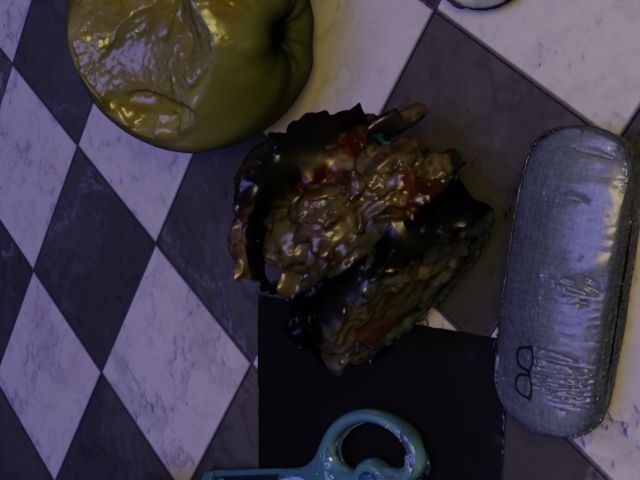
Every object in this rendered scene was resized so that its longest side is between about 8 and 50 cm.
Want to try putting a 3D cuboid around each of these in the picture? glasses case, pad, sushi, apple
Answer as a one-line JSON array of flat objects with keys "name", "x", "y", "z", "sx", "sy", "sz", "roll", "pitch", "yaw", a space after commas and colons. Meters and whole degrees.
[{"name": "glasses case", "x": 0.220, "y": 0.038, "z": 0.845, "sx": 0.109, "sy": 0.067, "sz": 0.282, "roll": 14, "pitch": 103, "yaw": 41}, {"name": "pad", "x": 0.051, "y": 0.204, "z": 1.064, "sx": 0.367, "sy": 0.007, "sz": 0.247, "roll": 5, "pitch": 96, "yaw": 44}, {"name": "sushi", "x": 0.028, "y": -0.011, "z": 0.918, "sx": 0.219, "sy": 0.238, "sz": 0.225, "roll": 44, "pitch": 129, "yaw": 12}, {"name": "apple", "x": -0.139, "y": -0.229, "z": 1.062, "sx": 0.279, "sy": 0.279, "sz": 0.279, "roll": 3, "pitch": 94, "yaw": 44}]

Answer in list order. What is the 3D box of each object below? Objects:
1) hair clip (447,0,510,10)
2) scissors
[{"name": "hair clip", "x": 0.164, "y": -0.285, "z": 0.897, "sx": 0.172, "sy": 0.049, "sz": 0.116, "roll": -53, "pitch": 53, "yaw": 35}, {"name": "scissors", "x": -0.019, "y": 0.290, "z": 1.111, "sx": 0.393, "sy": 0.032, "sz": 0.180, "roll": -11, "pitch": 84, "yaw": 45}]
